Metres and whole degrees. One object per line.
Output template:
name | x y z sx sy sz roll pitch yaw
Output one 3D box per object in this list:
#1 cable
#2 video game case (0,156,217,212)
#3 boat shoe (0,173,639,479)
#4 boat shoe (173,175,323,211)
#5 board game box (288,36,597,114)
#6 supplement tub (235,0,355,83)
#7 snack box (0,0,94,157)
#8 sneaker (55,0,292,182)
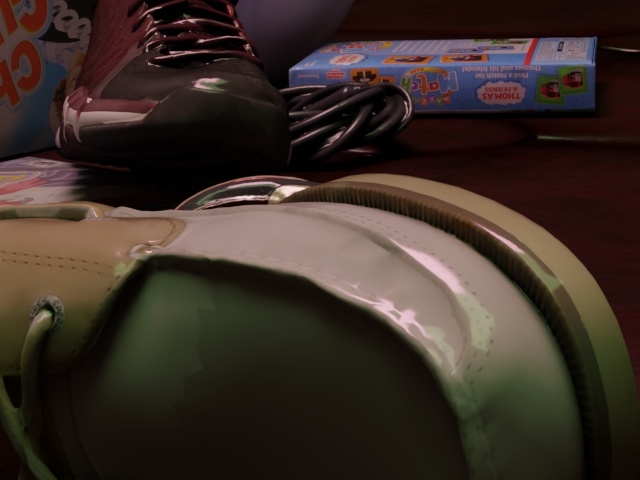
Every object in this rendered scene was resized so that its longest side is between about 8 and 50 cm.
cable | -0.028 -0.076 1.061 0.184 0.047 0.150 0 9 17
video game case | -0.162 -0.007 0.824 0.183 0.023 0.201 10 18 40
boat shoe | -0.050 0.044 0.442 0.103 0.113 0.302 -13 7 -34
boat shoe | 0.000 0.000 0.726 0.137 0.049 0.043 2 16 -3
board game box | 0.095 -0.122 1.222 0.211 0.039 0.160 1 14 10
supplement tub | -0.138 -0.281 1.347 0.338 0.207 0.207 32 28 23
snack box | -0.262 -0.133 1.009 0.060 0.187 0.322 10 18 39
sneaker | -0.079 -0.117 0.870 0.106 0.162 0.281 10 0 -20
